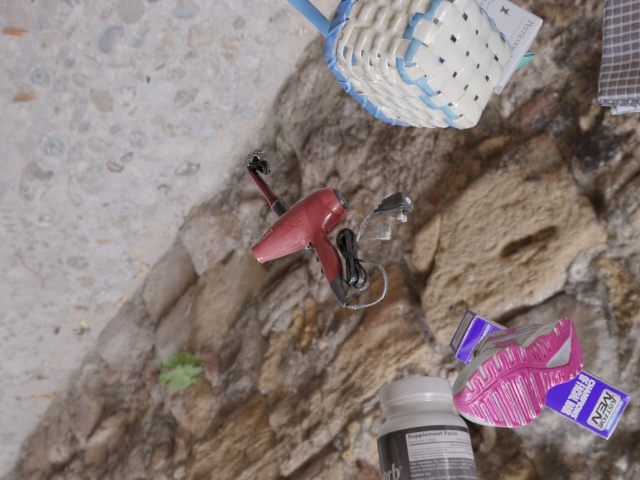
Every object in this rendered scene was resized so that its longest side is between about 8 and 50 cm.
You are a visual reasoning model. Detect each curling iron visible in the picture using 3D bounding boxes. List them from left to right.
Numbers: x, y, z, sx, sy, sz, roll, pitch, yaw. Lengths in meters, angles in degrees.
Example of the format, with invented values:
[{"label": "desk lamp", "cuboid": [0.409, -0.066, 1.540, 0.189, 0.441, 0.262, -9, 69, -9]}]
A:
[{"label": "curling iron", "cuboid": [-0.088, -0.085, 1.248, 0.035, 0.274, 0.068, -14, 145, -25]}]

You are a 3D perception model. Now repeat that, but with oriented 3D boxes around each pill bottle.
[{"label": "pill bottle", "cuboid": [0.181, 0.384, 1.043, 0.162, 0.279, 0.162, -5, 150, -3]}]

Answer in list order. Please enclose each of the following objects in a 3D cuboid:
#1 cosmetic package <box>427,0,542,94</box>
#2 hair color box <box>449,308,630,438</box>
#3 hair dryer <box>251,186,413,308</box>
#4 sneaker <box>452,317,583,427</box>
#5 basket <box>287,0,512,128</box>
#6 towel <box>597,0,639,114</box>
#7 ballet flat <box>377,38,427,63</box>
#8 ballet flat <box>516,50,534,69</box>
[{"label": "cosmetic package", "cuboid": [0.344, -0.427, 1.310, 0.151, 0.183, 0.151, -60, 171, 13]}, {"label": "hair color box", "cuboid": [0.453, 0.275, 1.322, 0.110, 0.338, 0.185, -64, 172, 2]}, {"label": "hair dryer", "cuboid": [0.000, 0.000, 1.044, 0.293, 0.224, 0.080, -3, 139, 37]}, {"label": "sneaker", "cuboid": [0.255, 0.182, 0.852, 0.252, 0.103, 0.111, -13, 178, -40]}, {"label": "basket", "cuboid": [0.104, -0.279, 0.877, 0.254, 0.288, 0.201, 28, 86, -49]}, {"label": "towel", "cuboid": [0.660, -0.367, 1.145, 0.283, 0.235, 0.121, 3, -173, 44]}, {"label": "ballet flat", "cuboid": [0.271, -0.615, 1.923, 0.213, 0.072, 0.068, -17, 144, 4]}, {"label": "ballet flat", "cuboid": [0.476, -0.488, 1.748, 0.247, 0.083, 0.087, -2, 110, 3]}]
